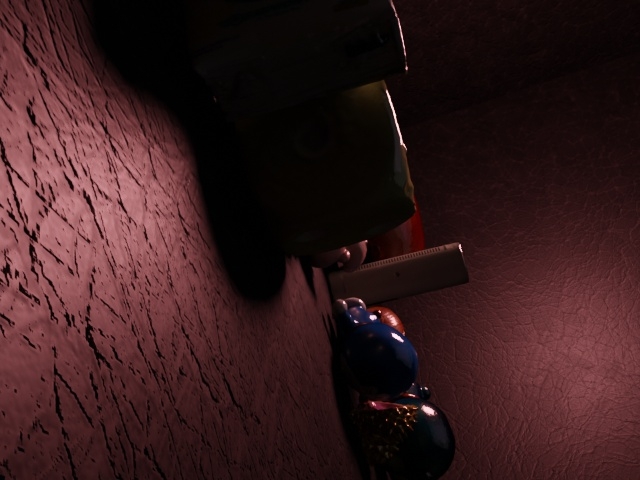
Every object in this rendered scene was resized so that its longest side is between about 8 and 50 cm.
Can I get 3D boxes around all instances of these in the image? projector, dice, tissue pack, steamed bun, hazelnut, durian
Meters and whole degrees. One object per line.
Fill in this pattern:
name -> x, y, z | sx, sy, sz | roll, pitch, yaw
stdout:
projector -> 0.191, 0.092, 1.734 | 0.108, 0.337, 0.108 | -14, 90, -85
dice -> 0.014, -0.128, 1.153 | 0.250, 0.254, 0.252 | 38, 37, -74
tissue pack -> -0.061, -0.389, 1.048 | 0.162, 0.287, 0.388 | 70, 5, -60
steamed bun -> 0.158, -0.041, 1.952 | 0.379, 0.248, 0.235 | -131, -159, -72
hazelnut -> 0.174, 0.275, 2.094 | 0.143, 0.143, 0.154 | 27, 39, -81
durian -> 0.123, 0.375, 1.447 | 0.132, 0.165, 0.182 | 43, -28, 16

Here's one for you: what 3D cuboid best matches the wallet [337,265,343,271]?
wallet -> 0.089, 0.132, 2.125 | 0.232, 0.031, 0.122 | -6, 80, -83

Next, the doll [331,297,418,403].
doll -> 0.096, 0.229, 1.477 | 0.215, 0.161, 0.257 | 50, 0, -26

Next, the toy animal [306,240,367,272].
toy animal -> -0.001, 0.002, 1.455 | 0.212, 0.124, 0.124 | 10, 58, -47

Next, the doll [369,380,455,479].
doll -> 0.214, 0.448, 1.676 | 0.322, 0.186, 0.199 | -104, 173, -54
